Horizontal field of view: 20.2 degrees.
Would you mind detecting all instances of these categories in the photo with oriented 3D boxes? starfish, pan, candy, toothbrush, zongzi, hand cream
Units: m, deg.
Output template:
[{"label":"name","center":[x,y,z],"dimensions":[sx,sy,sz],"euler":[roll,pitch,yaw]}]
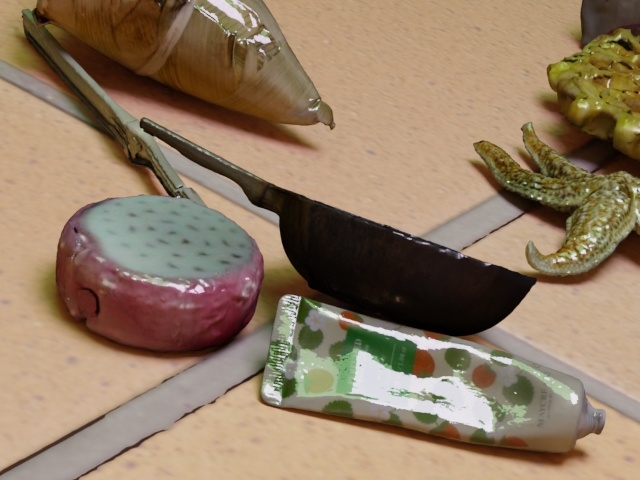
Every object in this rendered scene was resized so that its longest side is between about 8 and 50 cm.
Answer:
[{"label":"starfish","center":[0.187,-0.017,1.099],"dimensions":[0.217,0.050,0.223],"euler":[-1,35,-46]},{"label":"pan","center":[0.006,0.003,0.926],"dimensions":[0.202,0.048,0.128],"euler":[22,0,29]},{"label":"candy","center":[-0.079,0.015,0.884],"dimensions":[0.103,0.043,0.103],"euler":[10,28,-6]},{"label":"toothbrush","center":[-0.120,-0.069,1.043],"dimensions":[0.028,0.026,0.294],"euler":[-14,37,-20]},{"label":"zongzi","center":[-0.074,-0.145,1.154],"dimensions":[0.197,0.099,0.194],"euler":[30,20,-10]},{"label":"hand cream","center":[0.055,0.069,0.857],"dimensions":[0.165,0.037,0.057],"euler":[14,65,-5]}]

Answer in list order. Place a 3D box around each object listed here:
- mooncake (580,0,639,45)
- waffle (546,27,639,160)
[{"label":"mooncake","center":[0.278,-0.177,1.396],"dimensions":[0.130,0.073,0.125],"euler":[3,5,44]},{"label":"waffle","center":[0.278,-0.081,1.242],"dimensions":[0.254,0.052,0.245],"euler":[17,21,3]}]
